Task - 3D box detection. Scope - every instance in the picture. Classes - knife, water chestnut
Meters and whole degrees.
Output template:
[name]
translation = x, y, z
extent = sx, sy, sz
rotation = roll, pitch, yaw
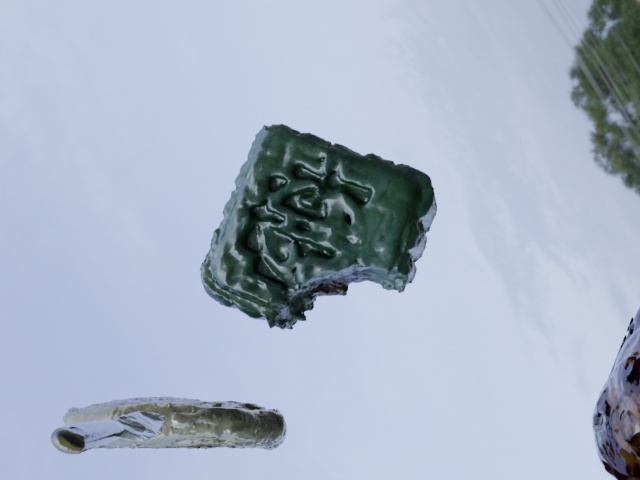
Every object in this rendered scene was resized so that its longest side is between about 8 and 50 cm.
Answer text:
[knife]
translation = -0.180, 0.175, 0.632
extent = 0.047, 0.298, 0.017
rotation = 18, -102, 0
[water chestnut]
translation = 0.462, 0.192, 0.797
extent = 0.244, 0.289, 0.289
rotation = 26, -158, 23

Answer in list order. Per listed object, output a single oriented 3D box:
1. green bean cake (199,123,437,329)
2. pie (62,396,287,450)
[green bean cake]
translation = 0.000, 0.000, 1.071
extent = 0.307, 0.300, 0.169
rotation = 20, 178, 12
[pie]
translation = -0.207, 0.270, 1.002
extent = 0.339, 0.339, 0.077
rotation = 16, -107, -48
